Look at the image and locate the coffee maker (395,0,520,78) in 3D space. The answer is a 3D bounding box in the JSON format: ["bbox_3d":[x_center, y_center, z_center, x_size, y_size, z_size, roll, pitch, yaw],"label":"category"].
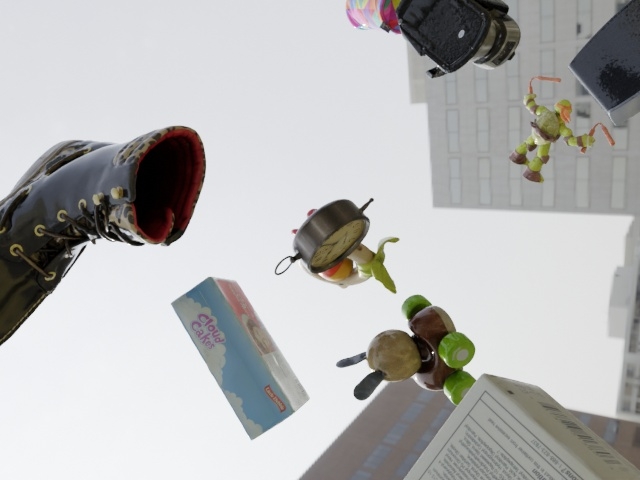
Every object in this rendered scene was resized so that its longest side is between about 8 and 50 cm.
[{"bbox_3d":[0.198,-0.328,0.896,0.178,0.120,0.171,-23,-92,-56],"label":"coffee maker"}]

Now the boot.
[{"bbox_3d":[-0.334,-0.012,0.844,0.138,0.284,0.377,57,-137,-37],"label":"boot"}]

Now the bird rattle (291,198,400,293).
[{"bbox_3d":[0.038,0.038,1.257,0.254,0.207,0.143,19,-123,-28],"label":"bird rattle"}]

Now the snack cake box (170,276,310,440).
[{"bbox_3d":[-0.134,0.196,1.067,0.264,0.089,0.152,57,-175,10],"label":"snack cake box"}]

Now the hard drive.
[{"bbox_3d":[0.576,-0.346,1.084,0.054,0.255,0.172,-2,-124,-47],"label":"hard drive"}]

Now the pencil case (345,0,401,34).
[{"bbox_3d":[0.124,-0.448,1.191,0.105,0.236,0.104,-6,-66,-13],"label":"pencil case"}]

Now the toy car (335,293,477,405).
[{"bbox_3d":[0.126,0.194,0.975,0.189,0.155,0.148,-19,-63,-13],"label":"toy car"}]

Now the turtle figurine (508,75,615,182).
[{"bbox_3d":[0.541,-0.244,1.453,0.087,0.269,0.217,-13,-40,-33],"label":"turtle figurine"}]

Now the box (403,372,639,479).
[{"bbox_3d":[0.128,0.286,0.539,0.121,0.148,0.311,22,-73,-45],"label":"box"}]

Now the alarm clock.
[{"bbox_3d":[0.000,0.000,0.995,0.192,0.064,0.129,-34,-23,-26],"label":"alarm clock"}]
